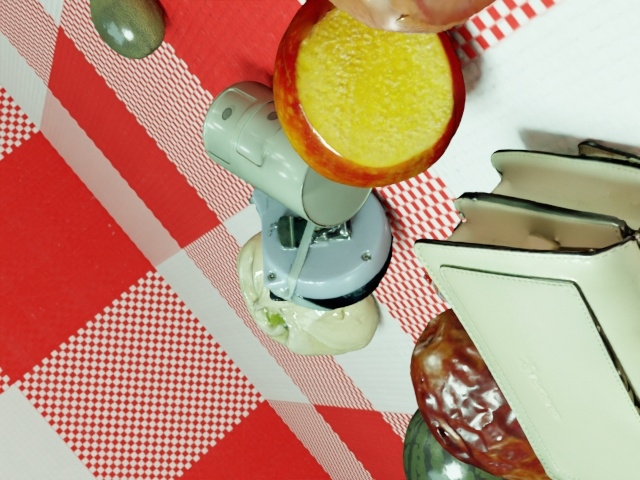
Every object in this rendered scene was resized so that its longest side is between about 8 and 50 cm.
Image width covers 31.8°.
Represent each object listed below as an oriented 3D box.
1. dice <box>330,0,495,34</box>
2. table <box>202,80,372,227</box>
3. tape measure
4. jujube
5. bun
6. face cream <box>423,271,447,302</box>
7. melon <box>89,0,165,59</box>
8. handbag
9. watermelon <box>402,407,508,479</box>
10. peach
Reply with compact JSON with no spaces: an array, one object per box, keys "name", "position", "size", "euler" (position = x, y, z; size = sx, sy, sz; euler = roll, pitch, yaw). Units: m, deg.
[{"name":"dice","position":[0.062,-0.267,0.785],"size":[0.179,0.174,0.175],"euler":[41,163,38]},{"name":"table","position":[-0.043,-0.115,1.458],"size":[0.220,0.126,0.126],"euler":[34,158,42]},{"name":"tape measure","position":[0.005,-0.001,1.499],"size":[0.107,0.180,0.182],"euler":[67,-171,-56]},{"name":"jujube","position":[0.236,0.193,1.319],"size":[0.290,0.197,0.197],"euler":[38,167,-16]},{"name":"bun","position":[-0.038,0.092,1.852],"size":[0.259,0.160,0.259],"euler":[45,166,14]},{"name":"face cream","position":[0.171,0.068,1.501],"size":[0.083,0.021,0.040],"euler":[39,160,33]},{"name":"melon","position":[-0.285,-0.329,1.653],"size":[0.131,0.098,0.098],"euler":[57,162,-11]},{"name":"handbag","position":[0.278,0.092,1.051],"size":[0.236,0.160,0.359],"euler":[14,143,54]},{"name":"watermelon","position":[0.218,0.311,1.598],"size":[0.212,0.212,0.212],"euler":[44,163,17]},{"name":"peach","position":[0.047,-0.149,1.060],"size":[0.190,0.190,0.192],"euler":[43,163,20]}]
